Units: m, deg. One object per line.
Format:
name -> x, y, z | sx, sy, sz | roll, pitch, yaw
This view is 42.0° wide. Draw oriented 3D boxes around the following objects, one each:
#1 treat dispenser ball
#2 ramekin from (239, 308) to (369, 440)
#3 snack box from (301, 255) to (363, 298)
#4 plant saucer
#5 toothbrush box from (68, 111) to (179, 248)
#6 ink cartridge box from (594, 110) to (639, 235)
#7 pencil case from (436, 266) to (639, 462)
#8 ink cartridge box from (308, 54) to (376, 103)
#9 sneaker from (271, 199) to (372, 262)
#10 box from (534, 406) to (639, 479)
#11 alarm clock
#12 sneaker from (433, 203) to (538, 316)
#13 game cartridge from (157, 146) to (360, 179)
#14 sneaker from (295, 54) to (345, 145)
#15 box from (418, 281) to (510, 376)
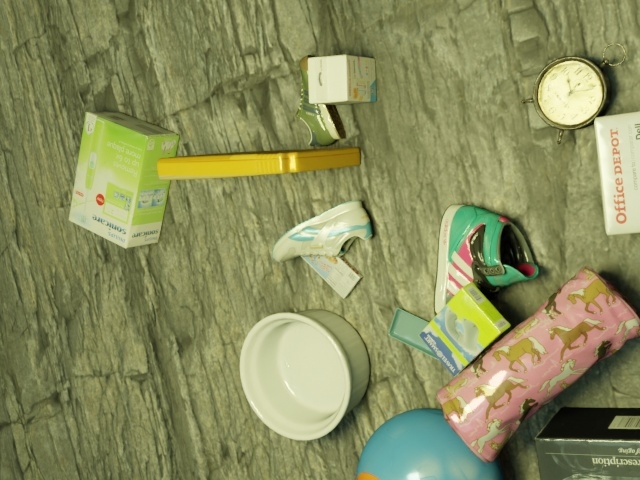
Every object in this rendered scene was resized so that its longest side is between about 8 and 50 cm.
treat dispenser ball -> 0.212, 0.470, 1.611 | 0.288, 0.288, 0.288 | 5, 100, 30
ramekin -> -0.027, 0.282, 1.816 | 0.277, 0.135, 0.277 | 5, 99, 31
snack box -> 0.011, 0.043, 1.823 | 0.178, 0.022, 0.064 | 44, 116, 18
plant saucer -> 0.233, 0.205, 1.717 | 0.192, 0.018, 0.067 | 25, 109, 27
toothbrush box -> -0.482, -0.152, 2.034 | 0.206, 0.122, 0.283 | 24, 110, 26
ink cartridge box -> 0.600, -0.122, 1.364 | 0.278, 0.117, 0.201 | -6, 95, 21
pencil case -> 0.388, 0.217, 1.476 | 0.386, 0.167, 0.160 | -43, 84, 7
ink cartridge box -> 0.040, -0.322, 1.679 | 0.090, 0.143, 0.092 | 1, 98, 31
sneaker -> 0.000, 0.000, 1.767 | 0.228, 0.087, 0.092 | -27, 81, 18
box -> 0.583, 0.468, 1.452 | 0.343, 0.179, 0.313 | -8, 95, 32
alarm clock -> 0.463, -0.274, 1.479 | 0.192, 0.064, 0.129 | -45, 74, 31
sneaker -> 0.321, 0.081, 1.583 | 0.178, 0.123, 0.296 | 6, 100, 45
game cartridge -> -0.123, -0.162, 1.719 | 0.323, 0.285, 0.053 | -2, 97, 31
sneaker -> -0.023, -0.289, 1.767 | 0.086, 0.064, 0.192 | -23, 89, 27
box -> 0.260, 0.172, 1.550 | 0.109, 0.042, 0.178 | 50, 134, 18
